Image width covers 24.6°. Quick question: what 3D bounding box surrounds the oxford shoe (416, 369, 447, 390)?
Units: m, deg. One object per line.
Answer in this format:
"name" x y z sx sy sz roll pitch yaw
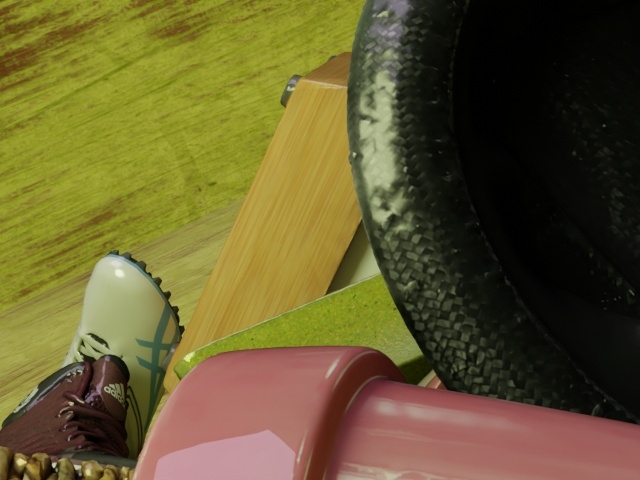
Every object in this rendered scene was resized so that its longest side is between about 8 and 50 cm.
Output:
"oxford shoe" 0.179 0.047 0.813 0.348 0.123 0.130 -22 -2 -19

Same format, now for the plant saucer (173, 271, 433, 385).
"plant saucer" 0.029 0.096 0.868 0.188 0.045 0.188 -23 -35 -2

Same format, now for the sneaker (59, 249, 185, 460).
"sneaker" -0.164 0.109 1.113 0.086 0.085 0.237 -43 -23 -46

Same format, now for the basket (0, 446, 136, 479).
"basket" -0.135 0.228 0.538 0.213 0.223 0.299 7 11 4

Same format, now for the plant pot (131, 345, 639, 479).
"plant pot" 0.055 0.129 0.441 0.180 0.201 0.201 -4 14 17

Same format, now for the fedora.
"fedora" 0.152 -0.008 0.665 0.334 0.334 0.152 -25 -11 -18

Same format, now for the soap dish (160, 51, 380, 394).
"soap dish" 0.000 0.000 1.068 0.291 0.118 0.229 -64 -4 17

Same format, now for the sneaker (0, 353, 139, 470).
"sneaker" -0.154 0.136 0.985 0.281 0.106 0.162 -14 36 45
